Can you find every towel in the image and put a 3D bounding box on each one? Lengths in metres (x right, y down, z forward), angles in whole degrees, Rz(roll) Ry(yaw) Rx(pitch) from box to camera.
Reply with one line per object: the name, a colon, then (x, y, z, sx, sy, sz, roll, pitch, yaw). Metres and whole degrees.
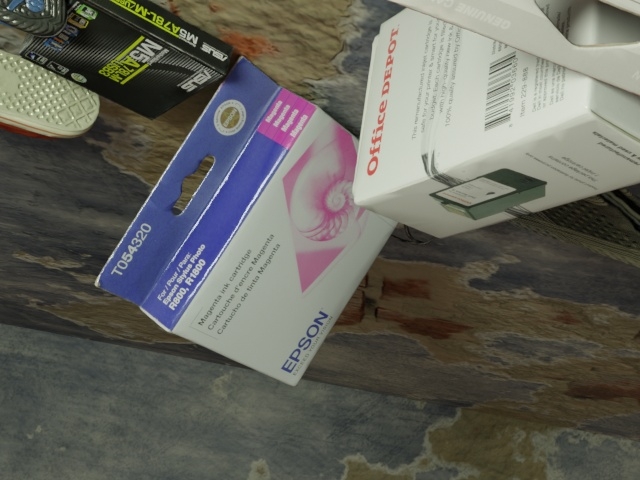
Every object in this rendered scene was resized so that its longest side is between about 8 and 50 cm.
towel: (0.258, -0.064, 1.022, 0.312, 0.056, 0.324, 31, 177, -37)

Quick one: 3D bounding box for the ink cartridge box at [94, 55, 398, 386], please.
ink cartridge box: (-0.062, -0.007, 1.106, 0.071, 0.324, 0.330, 32, 180, 45)

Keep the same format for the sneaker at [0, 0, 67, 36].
sneaker: (-0.356, -0.272, 0.902, 0.211, 0.080, 0.081, 29, 166, -6)

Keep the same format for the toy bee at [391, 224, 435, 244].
toy bee: (0.000, 0.000, 1.311, 0.298, 0.195, 0.162, 11, -173, -29)

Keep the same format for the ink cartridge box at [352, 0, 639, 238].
ink cartridge box: (0.169, -0.139, 0.782, 0.121, 0.211, 0.289, 21, 159, -29)

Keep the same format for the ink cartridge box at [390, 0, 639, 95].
ink cartridge box: (0.214, -0.232, 0.551, 0.296, 0.066, 0.261, 17, 128, -14)

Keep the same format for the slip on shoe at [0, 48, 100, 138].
slip on shoe: (-0.442, -0.202, 1.079, 0.331, 0.123, 0.101, 18, 163, -30)

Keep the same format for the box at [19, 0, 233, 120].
box: (-0.227, -0.218, 1.015, 0.184, 0.045, 0.191, 27, 155, -31)
